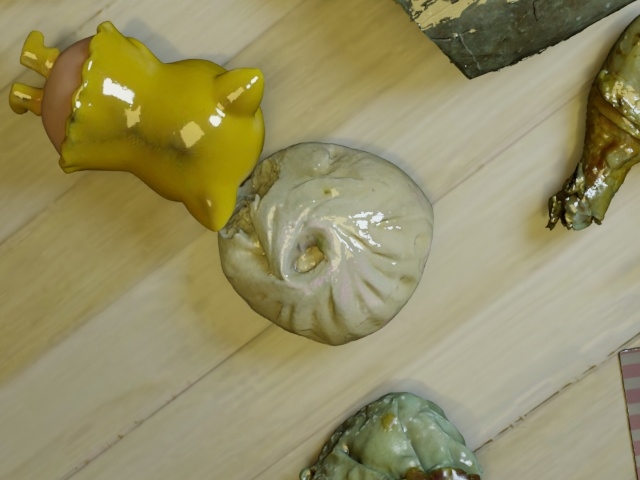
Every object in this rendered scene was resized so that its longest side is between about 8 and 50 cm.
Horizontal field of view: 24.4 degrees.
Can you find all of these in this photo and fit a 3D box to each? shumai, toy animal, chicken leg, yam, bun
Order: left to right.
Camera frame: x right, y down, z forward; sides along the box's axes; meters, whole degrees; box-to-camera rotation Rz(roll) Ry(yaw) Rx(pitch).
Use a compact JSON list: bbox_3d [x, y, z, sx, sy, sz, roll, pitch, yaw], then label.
[{"bbox_3d":[-0.164,-0.114,1.325,0.229,0.156,0.156,17,100,4],"label":"toy animal"},{"bbox_3d":[0.000,0.000,1.340,0.193,0.128,0.178,28,101,1],"label":"bun"},{"bbox_3d":[0.069,0.248,1.370,0.184,0.142,0.184,0,97,1],"label":"shumai"},{"bbox_3d":[0.176,-0.237,1.282,0.254,0.154,0.154,-23,98,3],"label":"yam"},{"bbox_3d":[0.280,-0.100,1.325,0.103,0.088,0.228,21,97,-13],"label":"chicken leg"}]

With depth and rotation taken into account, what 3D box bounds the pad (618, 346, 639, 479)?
[{"bbox_3d":[0.404,0.234,1.414,0.202,0.005,0.300,-9,99,5],"label":"pad"}]
